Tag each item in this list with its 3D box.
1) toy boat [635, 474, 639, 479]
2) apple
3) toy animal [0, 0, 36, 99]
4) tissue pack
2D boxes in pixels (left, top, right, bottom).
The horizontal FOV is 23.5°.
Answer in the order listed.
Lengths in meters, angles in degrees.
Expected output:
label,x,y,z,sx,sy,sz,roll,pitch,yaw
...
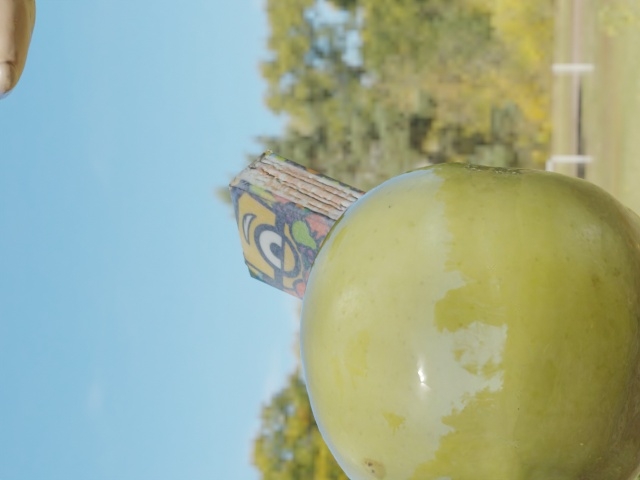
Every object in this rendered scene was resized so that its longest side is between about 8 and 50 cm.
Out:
label,x,y,z,sx,sy,sz,roll,pitch,yaw
toy boat,0.161,0.221,1.424,0.111,0.276,0.084,41,-147,-33
apple,0.119,0.070,1.046,0.262,0.262,0.262,1,-90,-81
toy animal,-0.370,-0.209,1.448,0.171,0.197,0.171,-162,90,-77
tissue pack,0.000,0.000,1.289,0.060,0.148,0.108,-40,-44,-31
